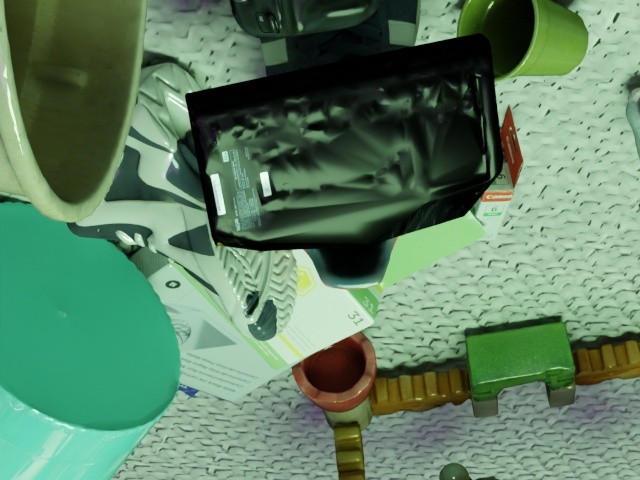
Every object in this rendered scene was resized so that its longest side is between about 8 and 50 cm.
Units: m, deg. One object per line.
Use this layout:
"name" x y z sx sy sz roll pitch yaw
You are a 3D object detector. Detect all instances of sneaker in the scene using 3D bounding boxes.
"sneaker" -0.125 -0.014 1.363 0.153 0.094 0.235 -21 107 43
"sneaker" 0.020 -0.103 1.244 0.131 0.148 0.350 -8 137 2

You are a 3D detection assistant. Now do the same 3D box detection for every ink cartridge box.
"ink cartridge box" -0.135 0.092 1.637 0.223 0.045 0.224 24 136 -37
"ink cartridge box" 0.143 -0.056 1.443 0.029 0.063 0.115 -3 147 -10
"ink cartridge box" 0.000 0.000 1.456 0.235 0.056 0.171 -27 116 32

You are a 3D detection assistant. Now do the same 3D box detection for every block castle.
"block castle" 0.212 0.211 1.657 0.453 0.303 0.213 -8 154 3

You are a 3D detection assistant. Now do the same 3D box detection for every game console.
"game console" 0.007 -0.160 1.134 0.213 0.044 0.361 -12 117 -8

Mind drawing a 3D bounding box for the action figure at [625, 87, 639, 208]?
"action figure" 0.397 -0.041 1.345 0.248 0.276 0.370 -3 134 -17

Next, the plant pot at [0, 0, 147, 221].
"plant pot" -0.282 -0.185 0.976 0.305 0.334 0.334 3 148 7

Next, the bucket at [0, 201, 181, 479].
"bucket" -0.268 0.113 1.449 0.281 0.281 0.183 19 129 -35

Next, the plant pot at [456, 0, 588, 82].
"plant pot" 0.161 -0.156 1.287 0.079 0.083 0.083 7 147 -40
